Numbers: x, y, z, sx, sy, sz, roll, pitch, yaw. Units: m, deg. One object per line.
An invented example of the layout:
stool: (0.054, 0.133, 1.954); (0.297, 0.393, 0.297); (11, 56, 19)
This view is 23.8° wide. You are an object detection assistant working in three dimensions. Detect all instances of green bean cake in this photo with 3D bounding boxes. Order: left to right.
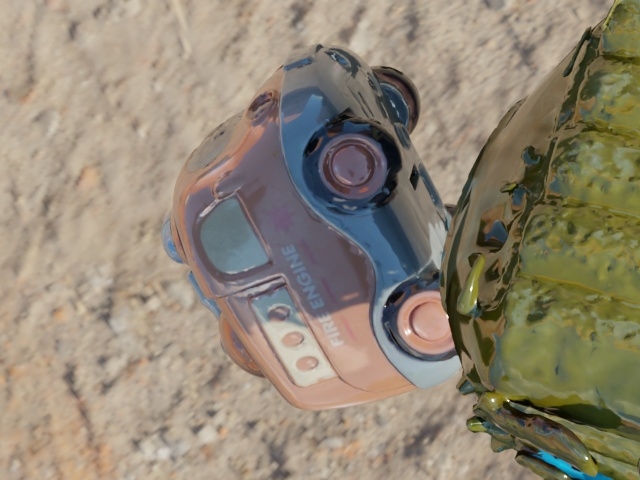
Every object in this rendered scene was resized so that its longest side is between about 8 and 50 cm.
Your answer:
green bean cake: (0.197, 0.016, 0.939); (0.202, 0.285, 0.310); (21, 72, 25)

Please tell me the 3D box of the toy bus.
toy bus: (0.000, 0.000, 1.218); (0.232, 0.194, 0.287); (-25, 105, 19)
